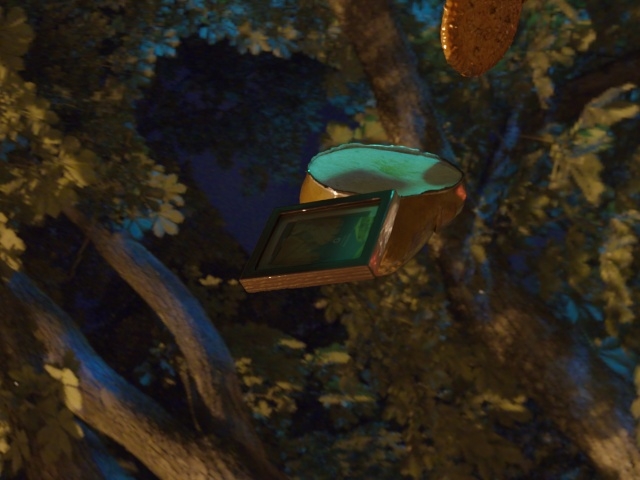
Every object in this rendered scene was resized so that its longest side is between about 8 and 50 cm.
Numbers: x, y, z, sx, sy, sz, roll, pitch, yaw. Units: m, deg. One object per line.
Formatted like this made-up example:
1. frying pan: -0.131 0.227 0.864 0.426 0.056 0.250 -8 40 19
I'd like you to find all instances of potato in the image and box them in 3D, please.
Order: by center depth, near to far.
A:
1. potato: 0.097 -0.043 1.632 0.300 0.246 0.196 -13 -56 -35

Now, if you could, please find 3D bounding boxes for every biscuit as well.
1. biscuit: 0.301 -0.413 1.689 0.254 0.035 0.254 -32 -45 -38

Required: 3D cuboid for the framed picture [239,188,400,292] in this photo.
1. framed picture: 0.000 0.000 1.087 0.023 0.169 0.128 59 -143 -35
